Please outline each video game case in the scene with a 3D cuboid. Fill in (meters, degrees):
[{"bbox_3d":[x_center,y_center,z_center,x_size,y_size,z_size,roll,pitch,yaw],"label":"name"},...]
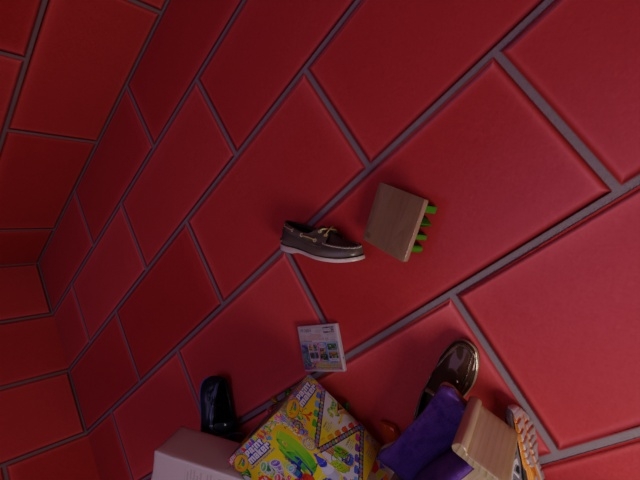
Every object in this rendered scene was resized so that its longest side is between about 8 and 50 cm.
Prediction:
[{"bbox_3d":[0.002,0.329,1.247,0.157,0.019,0.143,-14,84,37],"label":"video game case"}]

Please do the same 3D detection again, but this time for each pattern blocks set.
[{"bbox_3d":[0.141,0.621,1.147,0.324,0.026,0.285,51,120,25],"label":"pattern blocks set"}]

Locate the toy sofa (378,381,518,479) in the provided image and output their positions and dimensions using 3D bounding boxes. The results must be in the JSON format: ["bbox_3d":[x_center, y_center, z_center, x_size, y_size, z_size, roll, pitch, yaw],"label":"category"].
[{"bbox_3d":[0.243,0.497,0.891,0.177,0.150,0.362,37,125,16],"label":"toy sofa"}]

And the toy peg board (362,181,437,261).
[{"bbox_3d":[0.207,-0.048,1.039,0.161,0.079,0.161,34,113,49],"label":"toy peg board"}]

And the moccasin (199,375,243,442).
[{"bbox_3d":[-0.372,0.673,1.487,0.117,0.138,0.341,-24,78,38],"label":"moccasin"}]

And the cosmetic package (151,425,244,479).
[{"bbox_3d":[-0.310,0.805,1.327,0.454,0.161,0.229,10,99,13],"label":"cosmetic package"}]

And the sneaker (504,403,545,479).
[{"bbox_3d":[0.423,0.465,0.881,0.083,0.084,0.214,-11,86,44],"label":"sneaker"}]

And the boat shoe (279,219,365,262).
[{"bbox_3d":[-0.003,0.001,1.175,0.305,0.109,0.091,10,104,41],"label":"boat shoe"}]

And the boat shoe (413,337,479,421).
[{"bbox_3d":[0.295,0.355,0.965,0.095,0.095,0.257,29,110,34],"label":"boat shoe"}]

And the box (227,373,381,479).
[{"bbox_3d":[-0.048,0.584,1.117,0.279,0.177,0.289,43,118,9],"label":"box"}]

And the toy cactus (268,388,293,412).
[{"bbox_3d":[-0.064,0.552,1.271,0.219,0.112,0.180,-31,83,27],"label":"toy cactus"}]
